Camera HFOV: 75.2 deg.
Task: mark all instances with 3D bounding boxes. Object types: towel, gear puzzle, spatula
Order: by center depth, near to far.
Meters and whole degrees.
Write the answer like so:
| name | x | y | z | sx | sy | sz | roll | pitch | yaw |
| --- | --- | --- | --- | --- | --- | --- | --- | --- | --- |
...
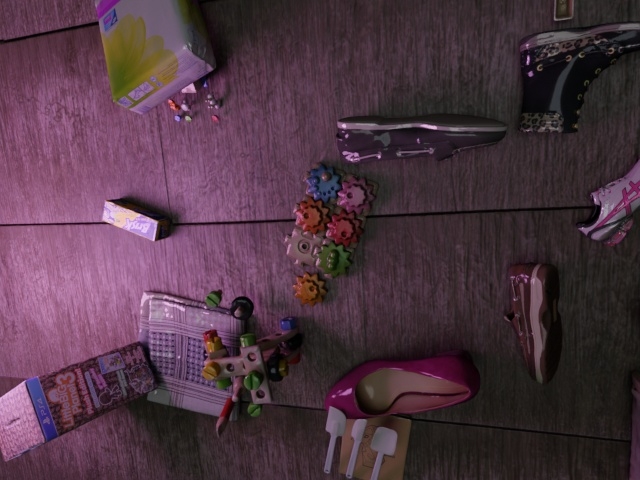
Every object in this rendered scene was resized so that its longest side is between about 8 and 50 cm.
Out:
| name | x | y | z | sx | sy | sz | roll | pitch | yaw |
| --- | --- | --- | --- | --- | --- | --- | --- | --- | --- |
| gear puzzle | 0.000 | 0.000 | 0.963 | 0.175 | 0.044 | 0.339 | 21 | 106 | 11 |
| spatula | 0.087 | 0.511 | 1.002 | 0.168 | 0.019 | 0.242 | 13 | 118 | 11 |
| towel | -0.360 | 0.313 | 1.124 | 0.323 | 0.056 | 0.313 | 10 | 103 | 15 |

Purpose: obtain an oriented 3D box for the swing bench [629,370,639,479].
| name | x | y | z | sx | sy | sz | roll | pitch | yaw |
| --- | --- | --- | --- | --- | --- | --- | --- | --- | --- |
| swing bench | 0.738 | 0.399 | 0.765 | 0.254 | 0.165 | 0.254 | -4 | 100 | 17 |

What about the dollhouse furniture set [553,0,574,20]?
| name | x | y | z | sx | sy | sz | roll | pitch | yaw |
| --- | --- | --- | --- | --- | --- | --- | --- | --- | --- |
| dollhouse furniture set | 0.455 | -0.455 | 0.722 | 0.090 | 0.081 | 0.115 | 0 | 101 | 16 |

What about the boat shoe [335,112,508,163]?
| name | x | y | z | sx | sy | sz | roll | pitch | yaw |
| --- | --- | --- | --- | --- | --- | --- | --- | --- | --- |
| boat shoe | 0.194 | -0.200 | 0.844 | 0.334 | 0.112 | 0.096 | 7 | 120 | 20 |

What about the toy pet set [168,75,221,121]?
| name | x | y | z | sx | sy | sz | roll | pitch | yaw |
| --- | --- | --- | --- | --- | --- | --- | --- | --- | --- |
| toy pet set | -0.297 | -0.349 | 0.986 | 0.122 | 0.065 | 0.114 | 7 | 137 | 18 |

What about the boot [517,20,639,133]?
| name | x | y | z | sx | sy | sz | roll | pitch | yaw |
| --- | --- | --- | --- | --- | --- | --- | --- | --- | --- |
| boot | 0.481 | -0.285 | 0.749 | 0.236 | 0.085 | 0.179 | 5 | 104 | 22 |

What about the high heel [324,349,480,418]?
| name | x | y | z | sx | sy | sz | roll | pitch | yaw |
| --- | --- | --- | --- | --- | --- | --- | --- | --- | --- |
| high heel | 0.155 | 0.330 | 0.906 | 0.377 | 0.181 | 0.127 | -29 | 83 | 17 |

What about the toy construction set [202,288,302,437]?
| name | x | y | z | sx | sy | sz | roll | pitch | yaw |
| --- | --- | --- | --- | --- | --- | --- | --- | --- | --- |
| toy construction set | -0.184 | 0.312 | 0.950 | 0.257 | 0.237 | 0.309 | 15 | 101 | -1 |

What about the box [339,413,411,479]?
| name | x | y | z | sx | sy | sz | roll | pitch | yaw |
| --- | --- | --- | --- | --- | --- | --- | --- | --- | --- |
| box | 0.133 | 0.511 | 1.038 | 0.164 | 0.021 | 0.202 | 8 | 103 | 15 |

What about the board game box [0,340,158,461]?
| name | x | y | z | sx | sy | sz | roll | pitch | yaw |
| --- | --- | --- | --- | --- | --- | --- | --- | --- | --- |
| board game box | -0.623 | 0.401 | 1.065 | 0.232 | 0.291 | 0.141 | -30 | 80 | 29 |

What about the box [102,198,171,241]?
| name | x | y | z | sx | sy | sz | roll | pitch | yaw |
| --- | --- | --- | --- | --- | --- | --- | --- | --- | --- |
| box | -0.481 | -0.055 | 1.087 | 0.168 | 0.054 | 0.059 | 20 | 106 | 11 |

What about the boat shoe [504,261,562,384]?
| name | x | y | z | sx | sy | sz | roll | pitch | yaw |
| --- | --- | --- | --- | --- | --- | --- | --- | --- | --- |
| boat shoe | 0.435 | 0.166 | 0.860 | 0.095 | 0.095 | 0.258 | 8 | 108 | 49 |

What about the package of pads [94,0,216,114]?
| name | x | y | z | sx | sy | sz | roll | pitch | yaw |
| --- | --- | --- | --- | --- | --- | --- | --- | --- | --- |
| package of pads | -0.363 | -0.457 | 0.911 | 0.229 | 0.101 | 0.297 | -23 | 74 | 19 |

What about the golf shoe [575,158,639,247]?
| name | x | y | z | sx | sy | sz | roll | pitch | yaw |
| --- | --- | --- | --- | --- | --- | --- | --- | --- | --- |
| golf shoe | 0.559 | -0.083 | 0.773 | 0.085 | 0.067 | 0.186 | 27 | 107 | 11 |
